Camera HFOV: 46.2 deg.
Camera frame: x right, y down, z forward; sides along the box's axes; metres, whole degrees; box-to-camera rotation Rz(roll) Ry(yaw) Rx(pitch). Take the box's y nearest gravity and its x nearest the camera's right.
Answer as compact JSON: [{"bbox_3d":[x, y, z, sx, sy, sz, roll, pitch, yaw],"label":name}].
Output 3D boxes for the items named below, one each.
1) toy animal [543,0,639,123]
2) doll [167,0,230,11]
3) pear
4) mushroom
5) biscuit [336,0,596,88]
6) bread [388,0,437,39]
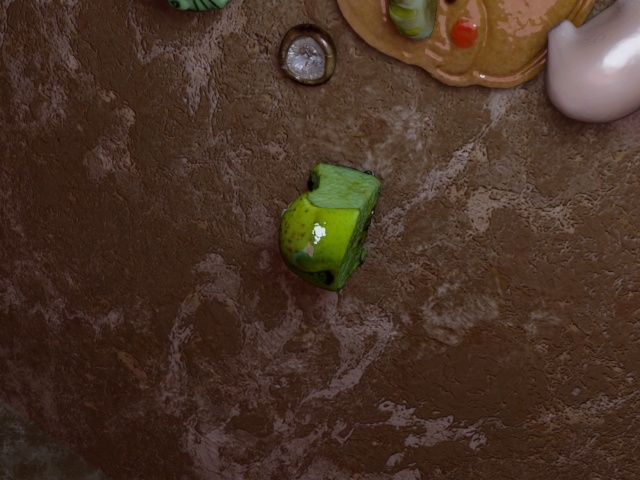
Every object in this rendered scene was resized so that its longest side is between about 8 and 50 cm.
[{"bbox_3d":[0.512,-0.275,1.142,0.326,0.237,0.269,-29,97,30],"label":"toy animal"},{"bbox_3d":[-0.184,-0.528,1.335,0.321,0.186,0.198,-22,138,13],"label":"doll"},{"bbox_3d":[0.000,0.000,1.486,0.163,0.255,0.238,20,127,11],"label":"pear"},{"bbox_3d":[-0.022,-0.353,1.430,0.123,0.052,0.123,13,127,17],"label":"mushroom"},{"bbox_3d":[0.234,-0.439,1.272,0.454,0.078,0.350,15,124,15],"label":"biscuit"},{"bbox_3d":[0.150,-0.404,1.231,0.082,0.094,0.157,9,128,15],"label":"bread"}]
